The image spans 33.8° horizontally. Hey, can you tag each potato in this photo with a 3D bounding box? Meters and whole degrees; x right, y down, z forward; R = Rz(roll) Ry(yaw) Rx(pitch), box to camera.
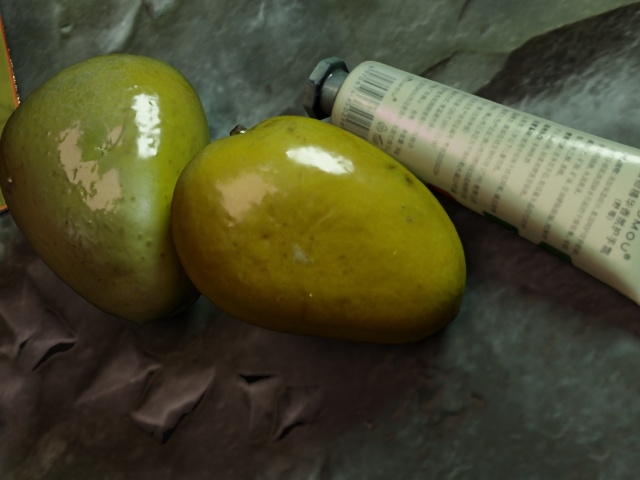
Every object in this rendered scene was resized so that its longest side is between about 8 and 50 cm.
[{"bbox_3d":[-0.143,-0.034,0.744,0.157,0.157,0.194,-25,81,17],"label":"potato"}]

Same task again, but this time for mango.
[{"bbox_3d":[0.000,0.000,0.669,0.195,0.098,0.137,29,91,-2],"label":"mango"}]

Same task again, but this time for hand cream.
[{"bbox_3d":[0.111,-0.051,0.673,0.276,0.059,0.095,27,89,25],"label":"hand cream"}]

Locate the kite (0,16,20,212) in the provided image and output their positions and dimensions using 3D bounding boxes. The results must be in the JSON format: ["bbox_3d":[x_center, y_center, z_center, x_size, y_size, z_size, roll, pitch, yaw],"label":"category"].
[{"bbox_3d":[-0.375,-0.125,0.949,0.377,0.013,0.328,21,83,30],"label":"kite"}]
